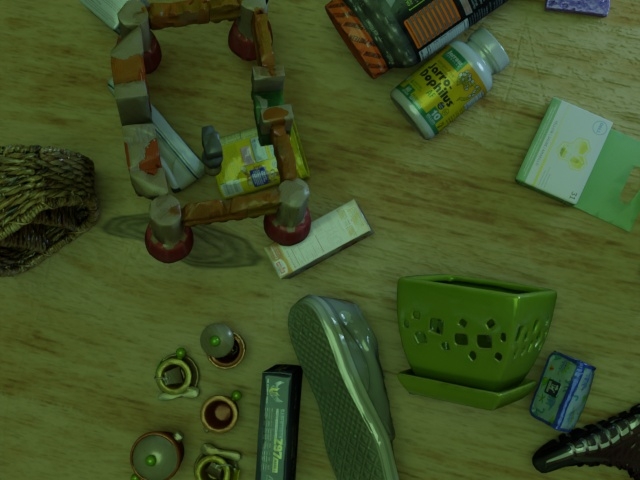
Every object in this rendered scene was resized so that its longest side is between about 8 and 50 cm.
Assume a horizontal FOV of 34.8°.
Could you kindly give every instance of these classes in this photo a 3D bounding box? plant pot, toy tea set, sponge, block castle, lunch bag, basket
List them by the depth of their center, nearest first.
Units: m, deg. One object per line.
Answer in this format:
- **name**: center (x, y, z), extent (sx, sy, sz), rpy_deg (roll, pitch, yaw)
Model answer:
- **plant pot**: center (0.267, 0.175, 1.791), extent (0.228, 0.227, 0.207), rpy_deg (9, 95, 29)
- **block castle**: center (-0.197, -0.199, 1.804), extent (0.303, 0.213, 0.453), rpy_deg (-9, 73, -9)
- **lunch bag**: center (0.436, 0.271, 1.827), extent (0.096, 0.151, 0.129), rpy_deg (21, 90, 6)
- **basket**: center (-0.520, -0.045, 1.861), extent (0.213, 0.299, 0.223), rpy_deg (-2, 85, 4)
- **toy tea set**: center (-0.240, 0.317, 1.904), extent (0.200, 0.124, 0.336), rpy_deg (7, 88, 6)
- **sponge**: center (0.490, -0.529, 1.916), extent (0.117, 0.031, 0.210), rpy_deg (6, 88, 5)

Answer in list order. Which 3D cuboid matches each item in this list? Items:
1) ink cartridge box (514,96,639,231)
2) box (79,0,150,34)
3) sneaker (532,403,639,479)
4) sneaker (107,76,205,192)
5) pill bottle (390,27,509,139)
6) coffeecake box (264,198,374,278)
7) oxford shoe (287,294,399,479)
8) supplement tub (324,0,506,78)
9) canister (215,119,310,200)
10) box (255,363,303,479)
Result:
- **ink cartridge box**: center (0.501, -0.139, 1.888), extent (0.235, 0.056, 0.171), rpy_deg (25, 90, 8)
- **box**: center (-0.393, -0.456, 1.963), extent (0.102, 0.101, 0.087), rpy_deg (40, 91, 4)
- **sneaker**: center (0.536, 0.405, 1.837), extent (0.281, 0.106, 0.162), rpy_deg (-22, 89, 4)
- **sneaker**: center (-0.331, -0.202, 1.950), extent (0.091, 0.094, 0.258), rpy_deg (-42, 85, -2)
- **pill bottle**: center (0.242, -0.293, 1.887), extent (0.208, 0.117, 0.117), rpy_deg (-39, 85, 3)
- **coffeecake box**: center (0.000, 0.000, 1.885), extent (0.185, 0.142, 0.068), rpy_deg (-28, 86, 4)
- **oxford shoe**: center (0.074, 0.304, 1.873), extent (0.169, 0.130, 0.449), rpy_deg (-22, 86, 49)
- **supplement tub**: center (0.190, -0.455, 1.854), extent (0.338, 0.207, 0.207), rpy_deg (-34, 85, 3)
- **canister**: center (-0.119, -0.155, 1.939), extent (0.170, 0.073, 0.126), rpy_deg (-16, 86, 6)
- **box**: center (-0.075, 0.347, 1.858), extent (0.059, 0.183, 0.233), rpy_deg (3, 87, 6)
